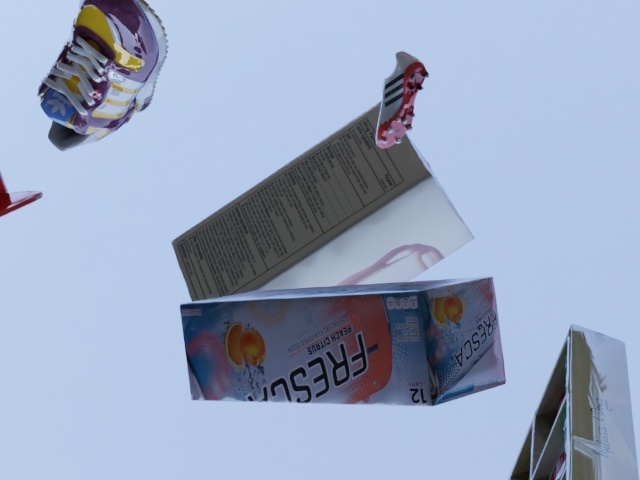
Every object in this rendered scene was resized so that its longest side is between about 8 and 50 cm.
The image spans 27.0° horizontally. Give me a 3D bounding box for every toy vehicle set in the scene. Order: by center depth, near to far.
[{"bbox_3d":[0.123,0.169,0.718,0.035,0.267,0.166,19,-70,4],"label":"toy vehicle set"}]

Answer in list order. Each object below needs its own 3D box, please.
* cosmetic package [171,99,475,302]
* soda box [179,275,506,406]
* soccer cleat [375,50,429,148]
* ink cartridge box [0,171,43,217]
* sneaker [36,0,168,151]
[{"bbox_3d":[0.000,0.000,1.485,0.296,0.129,0.153,-33,-137,8],"label":"cosmetic package"},{"bbox_3d":[0.007,0.055,0.711,0.183,0.063,0.058,-6,-89,45],"label":"soda box"},{"bbox_3d":[0.061,-0.114,1.077,0.035,0.029,0.083,50,-46,38],"label":"soccer cleat"},{"bbox_3d":[-0.279,-0.039,0.767,0.134,0.078,0.231,-30,-157,-37],"label":"ink cartridge box"},{"bbox_3d":[-0.165,-0.122,0.978,0.069,0.185,0.084,44,-112,11],"label":"sneaker"}]
